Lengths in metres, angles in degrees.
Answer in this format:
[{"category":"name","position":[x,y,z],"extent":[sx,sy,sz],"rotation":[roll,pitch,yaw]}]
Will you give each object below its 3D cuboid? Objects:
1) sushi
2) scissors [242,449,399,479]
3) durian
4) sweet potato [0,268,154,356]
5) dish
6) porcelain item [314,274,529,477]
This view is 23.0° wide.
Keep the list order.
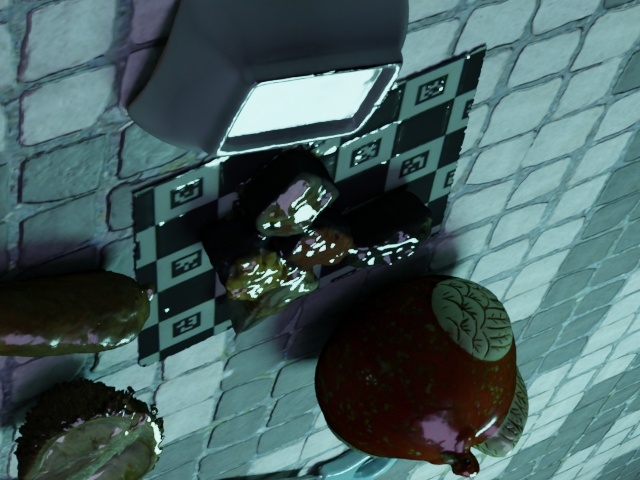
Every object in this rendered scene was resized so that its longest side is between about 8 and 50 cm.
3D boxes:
[{"category":"sushi","position":[0.000,0.000,1.491],"extent":[0.359,0.064,0.343],"rotation":[-24,155,-18]},{"category":"scissors","position":[-0.024,0.327,2.131],"extent":[0.191,0.029,0.360],"rotation":[-48,150,23]},{"category":"durian","position":[-0.242,0.190,1.536],"extent":[0.188,0.091,0.148],"rotation":[-33,144,12]},{"category":"sweet potato","position":[-0.254,0.062,1.308],"extent":[0.273,0.075,0.075],"rotation":[0,141,-43]},{"category":"dish","position":[-0.026,-0.126,1.202],"extent":[0.212,0.077,0.151],"rotation":[-12,149,-38]},{"category":"porcelain item","position":[0.122,0.169,1.757],"extent":[0.253,0.253,0.253],"rotation":[-26,155,-13]}]
